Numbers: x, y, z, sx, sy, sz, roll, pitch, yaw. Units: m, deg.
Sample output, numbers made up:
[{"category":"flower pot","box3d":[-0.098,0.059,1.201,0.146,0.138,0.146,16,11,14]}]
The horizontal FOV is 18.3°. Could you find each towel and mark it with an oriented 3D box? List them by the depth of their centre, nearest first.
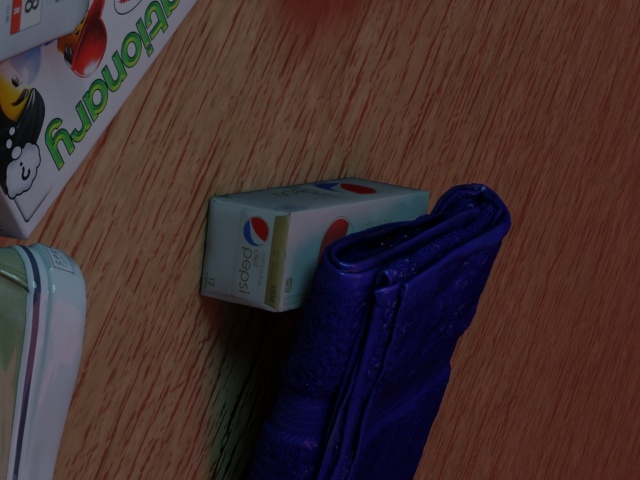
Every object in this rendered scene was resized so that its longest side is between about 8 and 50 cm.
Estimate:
[{"category":"towel","box3d":[0.043,0.120,1.487,0.228,0.076,0.308,-24,138,-52]}]

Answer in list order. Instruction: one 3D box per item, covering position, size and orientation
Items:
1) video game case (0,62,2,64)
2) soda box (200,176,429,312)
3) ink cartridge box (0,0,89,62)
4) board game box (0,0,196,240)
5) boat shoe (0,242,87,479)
[{"category":"video game case","box3d":[-0.171,-0.139,0.943,0.157,0.019,0.143,-45,146,-40]},{"category":"soda box","box3d":[0.000,0.000,1.463,0.216,0.069,0.073,-10,110,-59]},{"category":"ink cartridge box","box3d":[-0.113,-0.175,0.959,0.179,0.045,0.145,-30,135,-50]},{"category":"board game box","box3d":[-0.144,-0.176,1.148,0.305,0.053,0.193,-59,147,-31]},{"category":"boat shoe","box3d":[-0.209,0.145,1.132,0.094,0.109,0.302,8,95,-27]}]
